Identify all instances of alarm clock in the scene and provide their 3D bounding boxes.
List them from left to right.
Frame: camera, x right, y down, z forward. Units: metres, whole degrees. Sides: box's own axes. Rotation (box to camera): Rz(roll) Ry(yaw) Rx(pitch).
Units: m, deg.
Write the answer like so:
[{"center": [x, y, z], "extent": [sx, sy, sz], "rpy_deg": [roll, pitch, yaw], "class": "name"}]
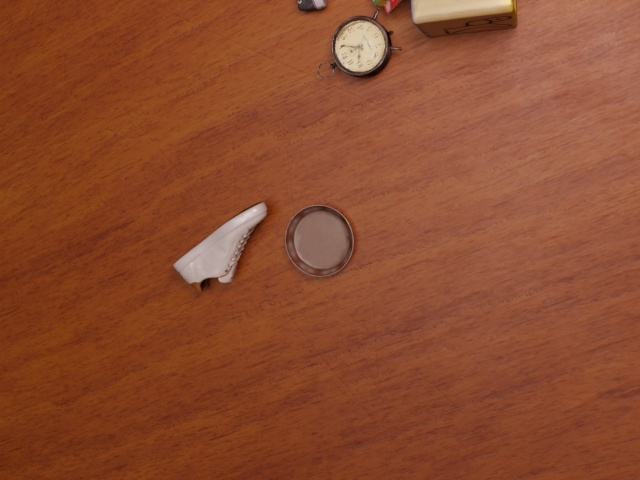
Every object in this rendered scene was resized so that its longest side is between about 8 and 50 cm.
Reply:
[{"center": [0.076, -0.420, 1.647], "extent": [0.192, 0.064, 0.129], "rpy_deg": [-28, 87, 15], "class": "alarm clock"}]

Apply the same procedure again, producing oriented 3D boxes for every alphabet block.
[{"center": [0.294, -0.532, 1.502], "extent": [0.197, 0.192, 0.194], "rpy_deg": [-2, 97, 17], "class": "alphabet block"}]

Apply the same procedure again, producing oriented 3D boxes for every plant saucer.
[{"center": [0.000, 0.000, 1.731], "extent": [0.168, 0.029, 0.169], "rpy_deg": [2, 96, 18], "class": "plant saucer"}]

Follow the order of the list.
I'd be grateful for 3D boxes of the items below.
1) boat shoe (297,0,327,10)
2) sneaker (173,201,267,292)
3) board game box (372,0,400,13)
[{"center": [-0.043, -0.630, 1.663], "extent": [0.076, 0.080, 0.229], "rpy_deg": [-9, 100, 17], "class": "boat shoe"}, {"center": [-0.214, 0.021, 1.773], "extent": [0.290, 0.106, 0.123], "rpy_deg": [-37, 93, 25], "class": "sneaker"}, {"center": [0.130, -0.626, 1.569], "extent": [0.124, 0.039, 0.260], "rpy_deg": [-28, 76, 63], "class": "board game box"}]
